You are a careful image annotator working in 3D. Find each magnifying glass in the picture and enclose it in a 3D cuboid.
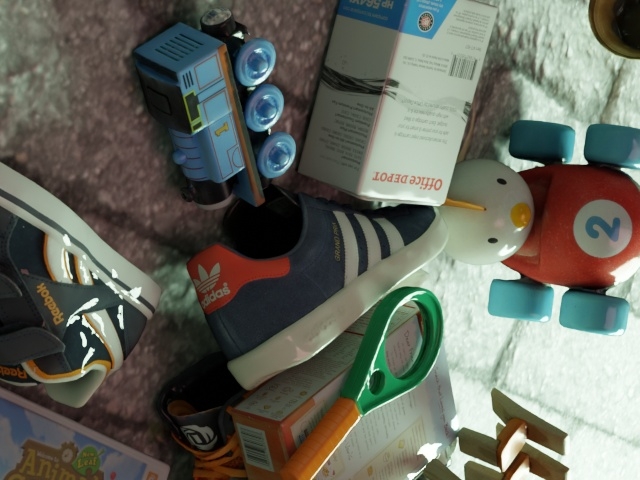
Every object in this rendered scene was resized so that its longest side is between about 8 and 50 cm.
[{"bbox_3d":[0.039,0.130,1.393,0.231,0.026,0.092,-50,132,-33],"label":"magnifying glass"}]

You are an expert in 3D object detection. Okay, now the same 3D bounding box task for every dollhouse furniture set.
[{"bbox_3d":[0.156,0.323,1.555,0.262,0.135,0.259,-48,151,-23],"label":"dollhouse furniture set"}]

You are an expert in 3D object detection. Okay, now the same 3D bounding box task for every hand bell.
[{"bbox_3d":[0.404,-0.235,1.889,0.126,0.126,0.242,-65,156,-5],"label":"hand bell"}]

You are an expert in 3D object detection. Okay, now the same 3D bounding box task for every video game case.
[{"bbox_3d":[-0.230,0.245,1.313,0.212,0.023,0.193,34,67,-43],"label":"video game case"}]

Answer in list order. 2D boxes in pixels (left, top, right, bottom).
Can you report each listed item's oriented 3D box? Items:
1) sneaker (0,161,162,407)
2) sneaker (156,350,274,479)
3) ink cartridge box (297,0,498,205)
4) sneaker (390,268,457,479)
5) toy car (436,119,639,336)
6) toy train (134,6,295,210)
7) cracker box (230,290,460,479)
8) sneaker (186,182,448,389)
[{"bbox_3d":[-0.234,0.030,1.177,0.321,0.126,0.127,44,66,-52],"label":"sneaker"},{"bbox_3d":[-0.104,0.229,1.460,0.180,0.124,0.321,48,58,-46],"label":"sneaker"},{"bbox_3d":[0.073,-0.143,1.509,0.148,0.086,0.203,4,104,-52],"label":"ink cartridge box"},{"bbox_3d":[0.088,0.173,1.635,0.111,0.129,0.297,-1,101,-57],"label":"sneaker"},{"bbox_3d":[0.204,-0.024,1.654,0.238,0.210,0.219,8,90,-40],"label":"toy car"},{"bbox_3d":[-0.088,-0.106,1.339,0.105,0.080,0.184,-34,134,-25],"label":"toy train"},{"bbox_3d":[0.029,0.168,1.458,0.232,0.067,0.156,-34,123,-40],"label":"cracker box"},{"bbox_3d":[0.000,0.000,1.471,0.148,0.131,0.350,57,32,-2],"label":"sneaker"}]
